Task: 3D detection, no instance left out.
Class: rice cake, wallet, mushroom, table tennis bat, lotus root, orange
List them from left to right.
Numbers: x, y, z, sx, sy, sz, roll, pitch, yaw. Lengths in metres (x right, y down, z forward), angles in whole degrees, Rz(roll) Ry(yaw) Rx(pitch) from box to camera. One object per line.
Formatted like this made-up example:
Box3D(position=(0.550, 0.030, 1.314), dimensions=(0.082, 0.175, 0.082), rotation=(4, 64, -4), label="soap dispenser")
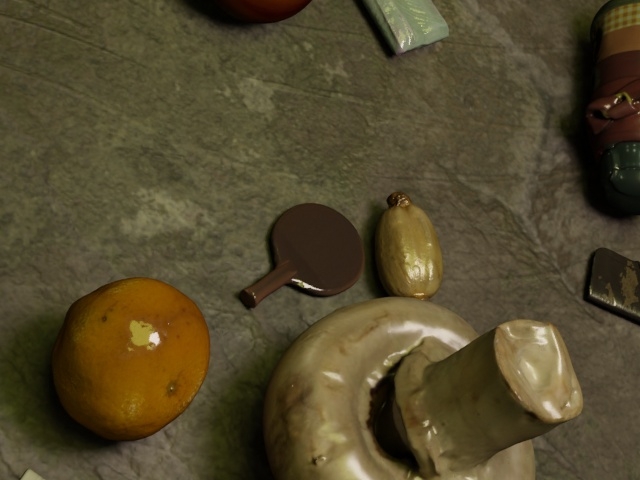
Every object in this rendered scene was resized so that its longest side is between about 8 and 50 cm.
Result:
Box3D(position=(-0.183, 0.108, 1.589), dimensions=(0.136, 0.159, 0.159), rotation=(30, 47, 33), label="orange")
Box3D(position=(0.000, 0.000, 1.750), dimensions=(0.170, 0.119, 0.107), rotation=(-36, 83, -37), label="table tennis bat")
Box3D(position=(0.066, -0.320, 2.000), dimensions=(0.080, 0.042, 0.222), rotation=(-24, 78, -29), label="rice cake")
Box3D(position=(0.096, 0.020, 1.820), dimensions=(0.073, 0.062, 0.150), rotation=(1, 64, -18), label="lotus root")
Box3D(position=(0.101, 0.170, 1.603), dimensions=(0.292, 0.290, 0.293), rotation=(15, 57, -24), label="mushroom")
Box3D(position=(0.381, 0.065, 1.963), dimensions=(0.156, 0.018, 0.082), rotation=(25, 56, -11), label="wallet")

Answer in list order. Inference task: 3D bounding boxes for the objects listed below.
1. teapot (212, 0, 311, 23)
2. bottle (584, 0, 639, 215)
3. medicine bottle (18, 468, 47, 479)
Box3D(position=(-0.065, -0.341, 1.899), dimensions=(0.252, 0.135, 0.178), rotation=(-21, 113, -39), label="teapot")
Box3D(position=(0.382, -0.162, 2.010), dimensions=(0.156, 0.143, 0.271), rotation=(18, 59, -17), label="bottle")
Box3D(position=(-0.189, 0.296, 1.535), dimensions=(0.231, 0.059, 0.059), rotation=(36, 54, -5), label="medicine bottle")
